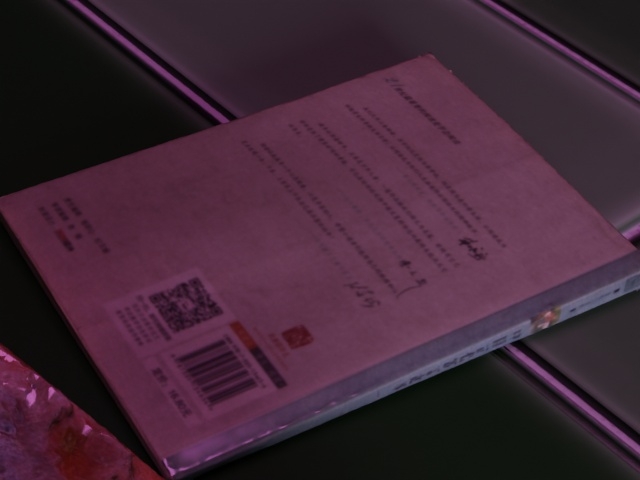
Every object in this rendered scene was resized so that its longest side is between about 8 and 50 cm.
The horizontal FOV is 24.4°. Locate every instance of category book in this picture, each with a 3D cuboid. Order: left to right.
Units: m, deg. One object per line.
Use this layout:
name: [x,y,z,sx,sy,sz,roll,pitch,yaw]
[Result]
book: [0.000,0.000,0.769,0.282,0.025,0.215,-19,47,-24]

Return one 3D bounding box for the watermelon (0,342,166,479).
watermelon: [-0.164,0.105,0.591,0.231,0.128,0.146,27,72,41]
